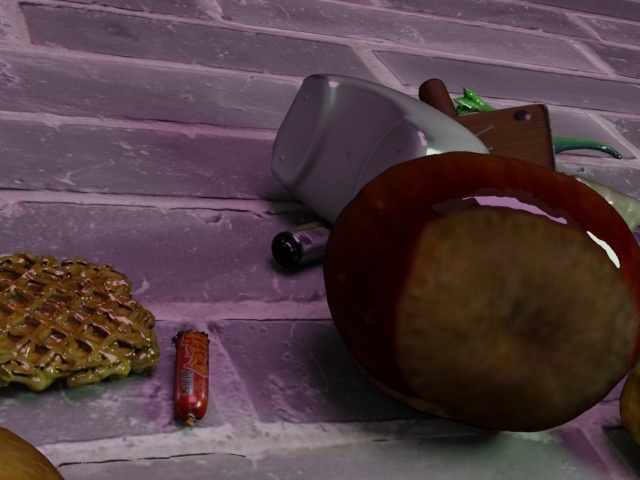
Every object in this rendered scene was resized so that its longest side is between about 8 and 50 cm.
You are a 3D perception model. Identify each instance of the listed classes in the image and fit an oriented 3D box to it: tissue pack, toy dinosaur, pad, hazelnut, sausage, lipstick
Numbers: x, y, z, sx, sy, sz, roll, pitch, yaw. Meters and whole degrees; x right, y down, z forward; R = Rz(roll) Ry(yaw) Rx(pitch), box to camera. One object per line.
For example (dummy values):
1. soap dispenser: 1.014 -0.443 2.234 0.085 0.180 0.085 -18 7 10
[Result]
1. tissue pack: 0.104 -0.116 1.571 0.236 0.229 0.333 11 18 -45
2. toy dinosaur: 0.401 -0.132 1.903 0.499 0.144 0.375 8 37 -11
3. pad: 0.251 -0.106 1.676 0.286 0.018 0.284 -9 51 15
4. hazelnut: 0.202 0.065 1.277 0.409 0.359 0.359 18 30 -2
5. sausage: -0.155 0.166 1.186 0.050 0.048 0.145 49 19 -30
6. lipstick: 0.246 -0.146 1.761 0.057 0.057 0.357 4 50 -25

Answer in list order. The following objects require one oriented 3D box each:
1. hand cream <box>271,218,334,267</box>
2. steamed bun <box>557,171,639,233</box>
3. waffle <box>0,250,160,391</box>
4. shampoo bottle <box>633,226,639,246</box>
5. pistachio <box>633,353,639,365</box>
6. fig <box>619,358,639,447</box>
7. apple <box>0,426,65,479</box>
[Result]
1. hand cream: 0.000 0.000 1.548 0.086 0.055 0.235 35 24 20
2. steamed bun: 0.416 -0.017 1.712 0.218 0.211 0.144 24 70 -27
3. waffle: -0.320 0.092 1.203 0.254 0.052 0.245 -3 36 -36
4. shampoo bottle: 0.583 0.022 1.842 0.087 0.050 0.183 22 30 -1
5. pistachio: 0.455 0.104 1.554 0.238 0.153 0.138 41 37 -16
6. fig: 0.556 0.208 1.348 0.326 0.258 0.258 -11 38 -13
7. apple: -0.303 0.255 0.757 0.309 0.250 0.277 29 32 20
